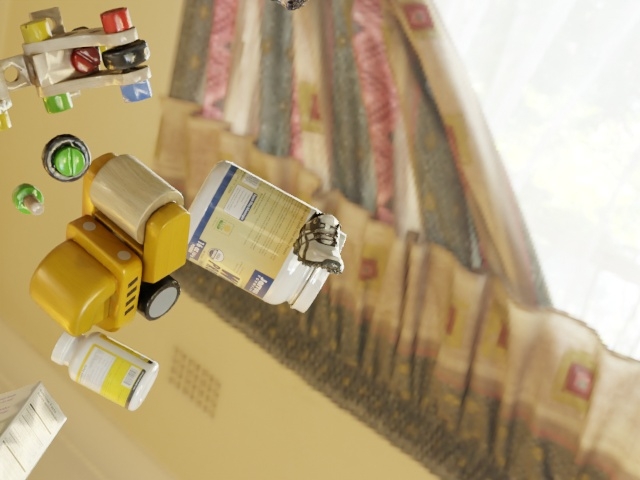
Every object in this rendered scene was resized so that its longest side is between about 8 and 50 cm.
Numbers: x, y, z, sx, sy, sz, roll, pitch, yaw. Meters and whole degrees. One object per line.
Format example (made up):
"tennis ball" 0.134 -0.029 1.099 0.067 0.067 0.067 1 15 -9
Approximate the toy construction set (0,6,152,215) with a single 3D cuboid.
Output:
"toy construction set" -0.382 -0.240 1.393 0.309 0.257 0.237 53 170 -30

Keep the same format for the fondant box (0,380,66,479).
"fondant box" -0.610 0.397 1.911 0.238 0.096 0.330 -19 -159 24

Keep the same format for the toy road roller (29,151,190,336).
"toy road roller" -0.391 0.029 2.046 0.202 0.329 0.240 37 -134 22

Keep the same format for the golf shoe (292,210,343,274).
"golf shoe" 0.000 0.000 1.985 0.077 0.094 0.198 17 -171 -20

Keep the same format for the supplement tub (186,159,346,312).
"supplement tub" -0.127 -0.005 2.383 0.316 0.228 0.228 29 -160 -4

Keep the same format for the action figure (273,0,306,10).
"action figure" -0.075 -0.609 2.311 0.141 0.164 0.275 -9 -117 -22

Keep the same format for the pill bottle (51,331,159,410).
"pill bottle" -0.403 0.233 2.102 0.184 0.103 0.103 28 -158 3
